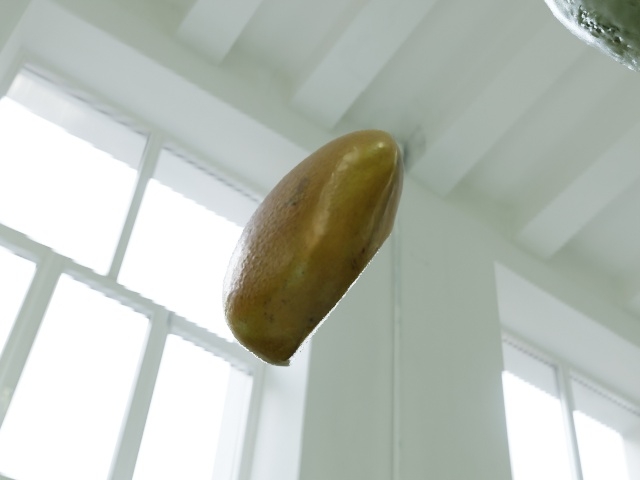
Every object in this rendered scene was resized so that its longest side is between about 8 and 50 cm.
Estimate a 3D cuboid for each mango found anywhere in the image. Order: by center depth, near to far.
[{"bbox_3d":[-0.005,-0.004,0.859,0.102,0.141,0.217,35,-98,-5],"label":"mango"}]

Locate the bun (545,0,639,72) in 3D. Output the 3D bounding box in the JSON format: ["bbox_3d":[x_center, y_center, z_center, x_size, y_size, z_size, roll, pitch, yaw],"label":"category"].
[{"bbox_3d":[0.297,-0.233,0.729,0.362,0.326,0.234,19,-31,11],"label":"bun"}]
